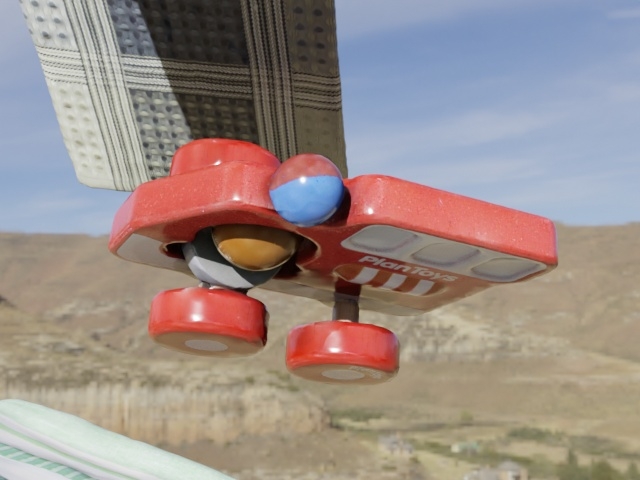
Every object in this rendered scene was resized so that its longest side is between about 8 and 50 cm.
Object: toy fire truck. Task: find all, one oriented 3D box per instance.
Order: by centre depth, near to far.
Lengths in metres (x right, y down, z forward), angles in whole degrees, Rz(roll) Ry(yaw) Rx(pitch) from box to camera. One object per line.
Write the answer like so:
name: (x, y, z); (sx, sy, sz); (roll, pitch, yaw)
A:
toy fire truck: (0.000, 0.000, 0.777); (0.302, 0.169, 0.254); (15, -23, -23)

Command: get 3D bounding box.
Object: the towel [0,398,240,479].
towel: (-0.089, 0.132, 0.485); (0.248, 0.038, 0.325); (21, -7, -1)

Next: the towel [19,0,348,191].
towel: (-0.126, -0.160, 0.942); (0.312, 0.056, 0.324); (7, -42, 10)
